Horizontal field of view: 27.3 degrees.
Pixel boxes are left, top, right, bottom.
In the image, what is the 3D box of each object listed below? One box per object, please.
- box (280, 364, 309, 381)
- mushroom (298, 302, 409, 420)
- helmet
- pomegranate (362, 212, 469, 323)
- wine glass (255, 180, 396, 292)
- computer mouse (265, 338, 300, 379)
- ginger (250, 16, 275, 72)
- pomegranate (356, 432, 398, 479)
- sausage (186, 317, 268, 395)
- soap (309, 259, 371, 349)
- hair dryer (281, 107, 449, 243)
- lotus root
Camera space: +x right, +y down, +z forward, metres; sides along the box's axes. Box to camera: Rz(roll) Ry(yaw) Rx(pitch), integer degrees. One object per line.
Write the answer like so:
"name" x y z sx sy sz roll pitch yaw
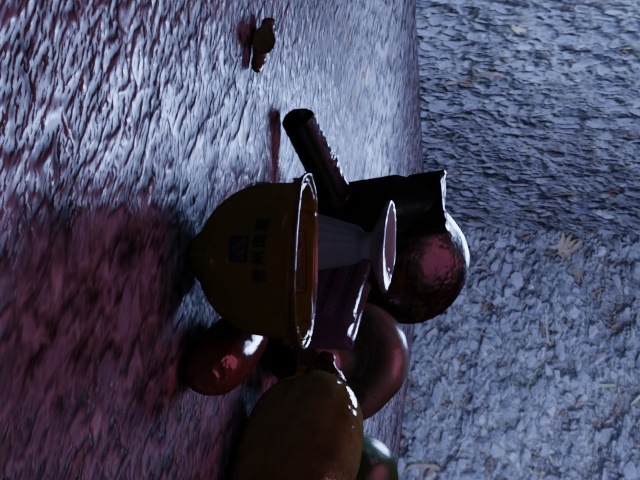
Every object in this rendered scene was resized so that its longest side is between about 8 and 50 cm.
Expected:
"box" -0.015 0.244 2.113 0.155 0.087 0.023 79 19 -57
"mushroom" 0.036 0.206 2.236 0.206 0.209 0.206 -178 -90 -71
"helmet" -0.077 0.022 1.498 0.257 0.140 0.205 39 54 -80
"pomegranate" 0.103 0.070 2.389 0.340 0.285 0.285 -62 177 14
"wine glass" 0.000 0.000 1.807 0.165 0.196 0.165 1 90 -79
"computer mouse" -0.055 0.153 1.955 0.172 0.057 0.099 101 -5 -68
"ginger" -0.077 -0.269 1.760 0.048 0.030 0.097 127 -21 -53
"pomegranate" 0.024 0.410 2.210 0.225 0.187 0.187 0 94 -54
"sausage" -0.108 0.129 1.552 0.194 0.077 0.077 -48 140 -75
"soap" 0.010 0.097 2.117 0.203 0.122 0.065 -67 159 -62
"hair dryer" 0.056 -0.103 2.057 0.302 0.244 0.116 60 25 -46
"lotus root" -0.024 0.281 1.804 0.151 0.169 0.342 61 25 -23
